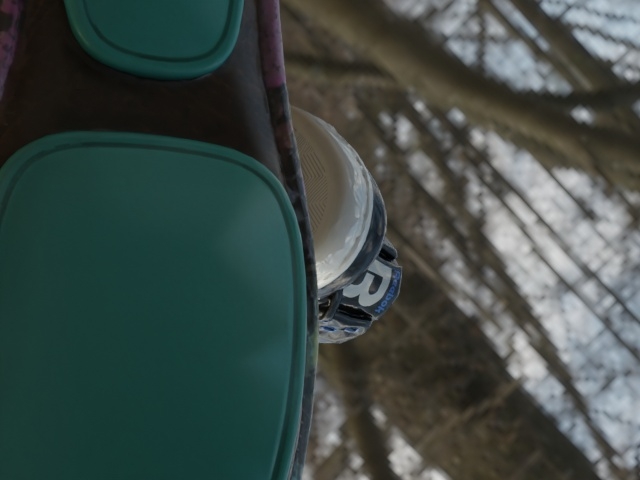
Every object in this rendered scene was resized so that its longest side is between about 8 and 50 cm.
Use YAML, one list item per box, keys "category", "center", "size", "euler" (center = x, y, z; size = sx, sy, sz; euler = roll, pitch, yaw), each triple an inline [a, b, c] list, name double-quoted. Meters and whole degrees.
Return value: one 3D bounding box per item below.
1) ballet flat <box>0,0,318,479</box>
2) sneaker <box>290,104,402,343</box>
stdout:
- category: "ballet flat"
  center: [-0.045, -0.018, 0.375]
  size: [0.079, 0.077, 0.221]
  euler: [-29, -121, 58]
- category: "sneaker"
  center: [0.000, 0.000, 0.815]
  size: [0.217, 0.121, 0.079]
  euler: [7, -105, 62]
